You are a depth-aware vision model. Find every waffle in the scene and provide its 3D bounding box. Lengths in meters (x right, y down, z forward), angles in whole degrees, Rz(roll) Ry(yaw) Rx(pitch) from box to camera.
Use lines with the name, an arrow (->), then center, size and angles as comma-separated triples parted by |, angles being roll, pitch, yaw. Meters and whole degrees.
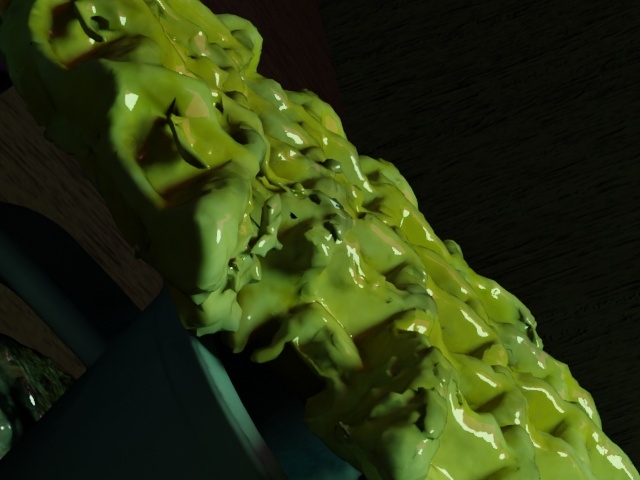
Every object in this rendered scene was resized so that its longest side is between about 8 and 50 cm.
waffle -> -0.002, 0.002, 0.559 | 0.261, 0.056, 0.250 | 50, 11, 34

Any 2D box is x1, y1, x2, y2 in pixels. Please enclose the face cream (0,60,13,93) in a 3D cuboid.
face cream -> -0.232, -0.105, 0.578 | 0.225, 0.249, 0.249 | -47, 117, -78

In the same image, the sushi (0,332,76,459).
sushi -> -0.151, 0.152, 0.855 | 0.225, 0.124, 0.127 | 67, 10, 12

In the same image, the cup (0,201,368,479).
cup -> -0.080, 0.181, 0.580 | 0.331, 0.311, 0.257 | 41, 12, -21
